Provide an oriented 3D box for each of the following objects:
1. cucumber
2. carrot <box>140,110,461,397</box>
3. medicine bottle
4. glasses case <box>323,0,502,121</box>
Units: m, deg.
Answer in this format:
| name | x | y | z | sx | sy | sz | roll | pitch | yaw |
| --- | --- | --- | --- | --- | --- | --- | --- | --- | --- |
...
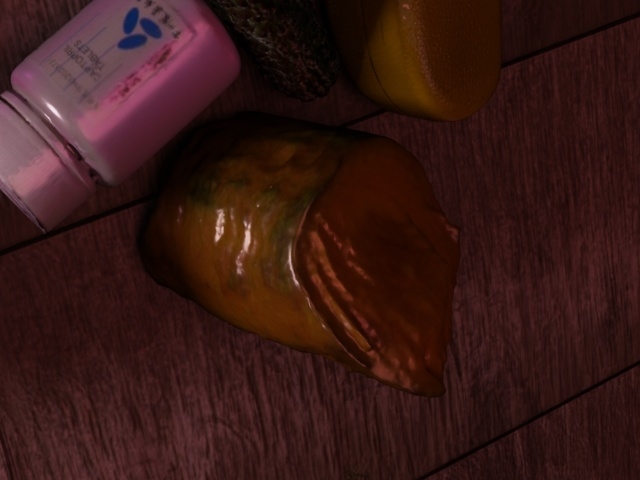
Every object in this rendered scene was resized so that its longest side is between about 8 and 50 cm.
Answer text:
| name | x | y | z | sx | sy | sz | roll | pitch | yaw |
| --- | --- | --- | --- | --- | --- | --- | --- | --- | --- |
| cucumber | -0.049 | -0.221 | 1.423 | 0.096 | 0.096 | 0.359 | -52 | 162 | -6 |
| carrot | 0.000 | 0.000 | 1.494 | 0.241 | 0.340 | 0.241 | -23 | 121 | -45 |
| medicine bottle | -0.212 | -0.136 | 1.385 | 0.254 | 0.152 | 0.152 | -42 | 126 | -11 |
| glasses case | 0.090 | -0.305 | 1.529 | 0.173 | 0.141 | 0.371 | -28 | 123 | -39 |
